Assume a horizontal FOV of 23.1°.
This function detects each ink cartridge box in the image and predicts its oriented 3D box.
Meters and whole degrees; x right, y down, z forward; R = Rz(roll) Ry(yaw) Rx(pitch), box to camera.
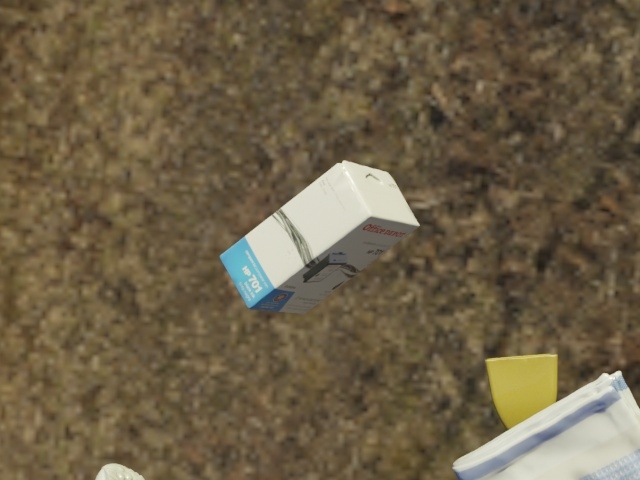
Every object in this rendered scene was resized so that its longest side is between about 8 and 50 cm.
[{"bbox_3d":[0.000,0.000,1.836,0.191,0.139,0.082,-37,70,21],"label":"ink cartridge box"}]

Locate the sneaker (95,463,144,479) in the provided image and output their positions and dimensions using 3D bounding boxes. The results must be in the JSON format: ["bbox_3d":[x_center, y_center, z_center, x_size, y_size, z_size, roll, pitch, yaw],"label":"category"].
[{"bbox_3d":[-0.212,0.359,1.697,0.095,0.090,0.235,-30,66,31],"label":"sneaker"}]

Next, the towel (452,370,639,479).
[{"bbox_3d":[0.291,0.302,1.637,0.285,0.209,0.034,59,-165,0],"label":"towel"}]

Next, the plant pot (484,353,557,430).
[{"bbox_3d":[0.232,0.174,1.792,0.081,0.081,0.083,31,-126,-84],"label":"plant pot"}]
